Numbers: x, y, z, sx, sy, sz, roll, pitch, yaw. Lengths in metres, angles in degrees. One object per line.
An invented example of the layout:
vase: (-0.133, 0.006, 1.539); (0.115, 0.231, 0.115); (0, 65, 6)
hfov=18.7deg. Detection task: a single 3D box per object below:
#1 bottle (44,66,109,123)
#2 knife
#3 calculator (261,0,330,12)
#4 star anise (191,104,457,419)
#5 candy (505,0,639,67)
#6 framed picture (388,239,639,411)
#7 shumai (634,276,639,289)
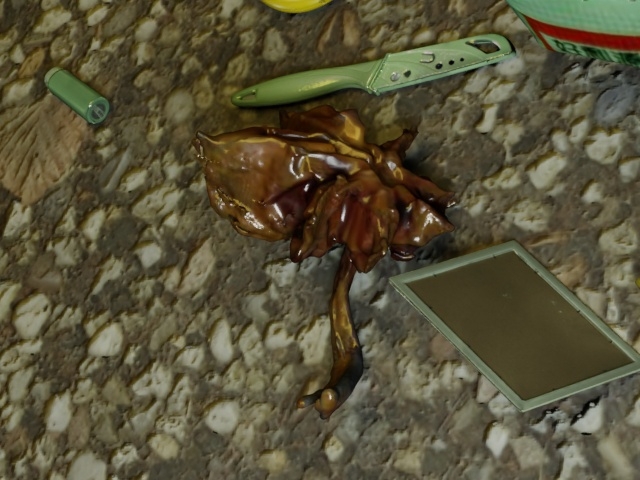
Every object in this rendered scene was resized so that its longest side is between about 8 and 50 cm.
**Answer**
bottle: (-0.251, -0.150, 1.992); (0.030, 0.030, 0.083); (-50, 52, -5)
knife: (0.046, -0.156, 1.844); (0.293, 0.020, 0.043); (-11, 57, 22)
calculator: (-0.031, -0.326, 1.970); (0.146, 0.032, 0.235); (-31, 55, 9)
star anise: (0.004, -0.003, 1.700); (0.237, 0.148, 0.346); (6, 57, -18)
candy: (0.274, -0.214, 1.605); (0.398, 0.263, 0.172); (33, 89, 37)
framed picture: (0.163, 0.070, 1.610); (0.142, 0.011, 0.183); (-16, 44, -33)
shumai: (0.344, 0.053, 1.529); (0.184, 0.184, 0.142); (-28, 25, 12)
